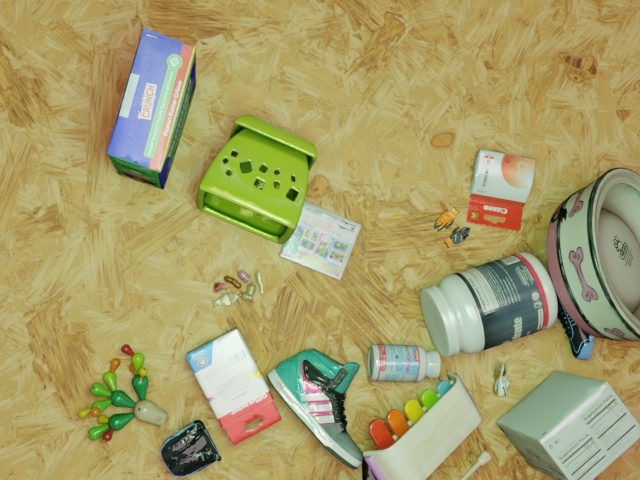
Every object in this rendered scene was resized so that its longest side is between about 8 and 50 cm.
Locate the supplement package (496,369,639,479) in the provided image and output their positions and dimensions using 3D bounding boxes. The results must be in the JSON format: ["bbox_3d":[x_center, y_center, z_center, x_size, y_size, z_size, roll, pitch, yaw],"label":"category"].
[{"bbox_3d":[0.562,0.425,1.853,0.204,0.262,0.145,-38,93,-9],"label":"supplement package"}]

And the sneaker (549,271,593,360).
[{"bbox_3d":[0.604,0.175,1.971,0.090,0.081,0.232,0,80,-5],"label":"sneaker"}]

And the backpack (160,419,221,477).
[{"bbox_3d":[-0.297,0.470,1.819,0.114,0.084,0.105,-29,92,-12],"label":"backpack"}]

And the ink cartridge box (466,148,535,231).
[{"bbox_3d":[0.439,-0.123,1.980,0.145,0.045,0.179,10,83,-7],"label":"ink cartridge box"}]

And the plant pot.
[{"bbox_3d":[-0.135,-0.140,1.815,0.227,0.228,0.207,23,76,-6],"label":"plant pot"}]

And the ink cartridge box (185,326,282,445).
[{"bbox_3d":[-0.196,0.330,1.845,0.134,0.078,0.231,-27,91,-8],"label":"ink cartridge box"}]

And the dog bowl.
[{"bbox_3d":[0.681,0.048,1.871,0.408,0.150,0.408,14,68,-37],"label":"dog bowl"}]

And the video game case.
[{"bbox_3d":[0.000,0.000,1.923,0.157,0.019,0.143,22,84,-7],"label":"video game case"}]

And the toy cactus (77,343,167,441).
[{"bbox_3d":[-0.426,0.359,1.809,0.180,0.112,0.219,30,74,-15],"label":"toy cactus"}]

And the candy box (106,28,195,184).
[{"bbox_3d":[-0.355,-0.267,1.738,0.122,0.317,0.268,16,85,-7],"label":"candy box"}]

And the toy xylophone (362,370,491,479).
[{"bbox_3d":[0.257,0.462,1.852,0.322,0.081,0.236,-29,100,-27],"label":"toy xylophone"}]

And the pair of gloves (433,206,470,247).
[{"bbox_3d":[0.320,-0.031,1.974,0.074,0.010,0.083,-36,93,-9],"label":"pair of gloves"}]

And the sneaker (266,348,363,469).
[{"bbox_3d":[0.037,0.360,1.853,0.178,0.124,0.295,-42,86,-1],"label":"sneaker"}]

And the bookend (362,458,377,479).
[{"bbox_3d":[0.100,0.564,1.876,0.157,0.072,0.156,-1,86,-7],"label":"bookend"}]

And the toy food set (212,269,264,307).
[{"bbox_3d":[-0.195,0.109,1.890,0.122,0.019,0.078,-10,88,-1],"label":"toy food set"}]

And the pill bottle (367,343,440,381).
[{"bbox_3d":[0.195,0.288,1.898,0.160,0.087,0.087,3,86,-8],"label":"pill bottle"}]

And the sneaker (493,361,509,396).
[{"bbox_3d":[0.440,0.335,1.962,0.037,0.032,0.083,6,91,-21],"label":"sneaker"}]

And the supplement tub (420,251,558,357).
[{"bbox_3d":[0.389,0.150,1.881,0.272,0.191,0.191,-17,89,-9],"label":"supplement tub"}]
